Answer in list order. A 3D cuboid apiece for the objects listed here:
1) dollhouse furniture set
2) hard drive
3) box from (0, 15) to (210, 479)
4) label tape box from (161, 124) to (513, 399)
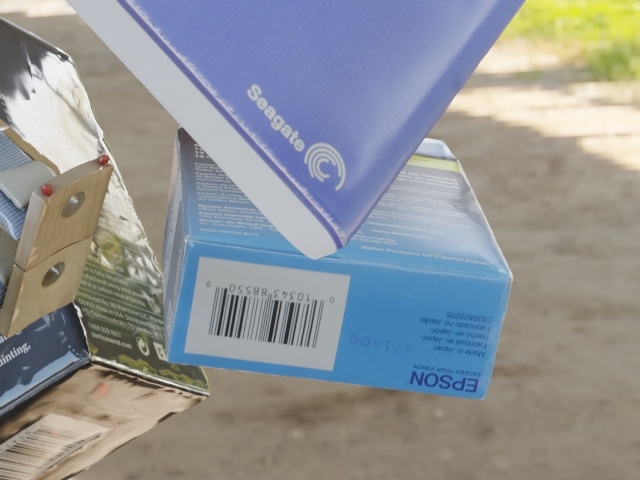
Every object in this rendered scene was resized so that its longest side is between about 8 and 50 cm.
[{"bbox_3d":[-0.246,-0.008,1.214,0.129,0.129,0.183,38,42,19],"label":"dollhouse furniture set"},{"bbox_3d":[0.016,-0.173,1.061,0.040,0.210,0.319,-22,26,52],"label":"hard drive"},{"bbox_3d":[-0.330,0.030,1.777,0.293,0.395,0.212,-32,-24,17],"label":"box"},{"bbox_3d":[0.000,0.000,1.597,0.249,0.115,0.348,7,18,-8],"label":"label tape box"}]
